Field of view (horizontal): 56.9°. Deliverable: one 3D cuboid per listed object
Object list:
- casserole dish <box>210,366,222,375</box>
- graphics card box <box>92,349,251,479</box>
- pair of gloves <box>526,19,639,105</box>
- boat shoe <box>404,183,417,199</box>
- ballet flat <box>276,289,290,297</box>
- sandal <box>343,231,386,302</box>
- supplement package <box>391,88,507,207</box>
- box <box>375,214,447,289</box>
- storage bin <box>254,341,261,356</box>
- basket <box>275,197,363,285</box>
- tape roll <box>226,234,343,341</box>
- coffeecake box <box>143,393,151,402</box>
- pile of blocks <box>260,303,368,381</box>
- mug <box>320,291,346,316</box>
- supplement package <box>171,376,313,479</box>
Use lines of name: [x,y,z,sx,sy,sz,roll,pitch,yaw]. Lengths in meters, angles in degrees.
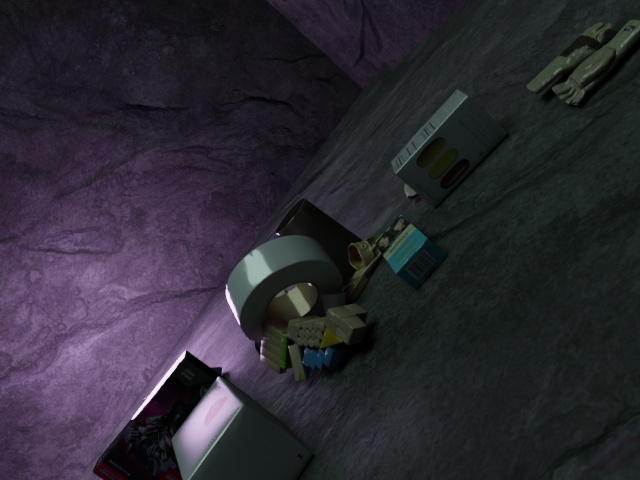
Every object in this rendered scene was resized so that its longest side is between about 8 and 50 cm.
casserole dish: [-0.413,0.462,1.992,0.114,0.188,0.037,-30,66,31]
graphics card box: [-0.373,0.501,1.525,0.371,0.232,0.094,-51,9,-4]
pair of gloves: [0.552,-0.371,1.235,0.204,0.042,0.240,-45,16,11]
boat shoe: [0.258,-0.150,1.619,0.137,0.049,0.043,-70,-19,-49]
ballet flat: [-0.116,0.186,1.808,0.108,0.106,0.316,-54,13,-17]
sandal: [0.102,0.043,1.524,0.088,0.079,0.240,-32,22,54]
supplement package: [0.306,-0.224,1.440,0.244,0.139,0.134,-48,12,17]
box: [0.195,0.019,1.316,0.100,0.060,0.244,-49,13,7]
storage bin: [-0.105,0.264,1.618,0.091,0.098,0.135,-10,33,27]
basket: [0.000,0.000,1.660,0.154,0.227,0.204,-46,13,18]
tape roll: [-0.089,0.127,1.484,0.286,0.286,0.100,-47,50,14]
coffeecake box: [-0.456,0.509,1.915,0.185,0.068,0.142,-4,-24,-41]
pile of blocks: [0.001,0.233,1.347,0.112,0.149,0.362,-6,-9,-39]
mug: [0.039,0.161,1.454,0.062,0.064,0.078,-5,0,38]
supplement package: [-0.169,0.416,1.193,0.178,0.175,0.293,-53,13,-14]
